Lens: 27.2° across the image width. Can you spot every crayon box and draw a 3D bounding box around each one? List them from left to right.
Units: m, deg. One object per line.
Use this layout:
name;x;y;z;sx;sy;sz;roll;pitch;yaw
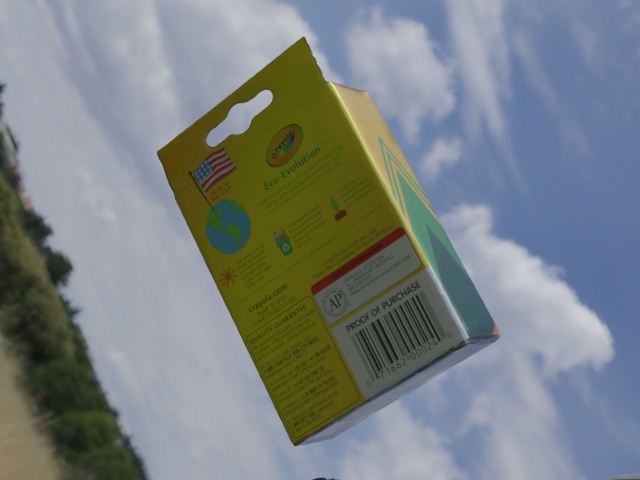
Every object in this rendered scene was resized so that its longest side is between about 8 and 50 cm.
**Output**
crayon box;0.000;0.000;1.213;0.081;0.202;0.318;2;58;-60

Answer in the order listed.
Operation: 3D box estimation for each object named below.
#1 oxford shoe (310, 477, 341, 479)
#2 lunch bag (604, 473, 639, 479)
oxford shoe;0.076;0.250;0.922;0.227;0.083;0.096;38;-14;15
lunch bag;0.071;0.189;0.377;0.256;0.305;0.212;37;-60;41
